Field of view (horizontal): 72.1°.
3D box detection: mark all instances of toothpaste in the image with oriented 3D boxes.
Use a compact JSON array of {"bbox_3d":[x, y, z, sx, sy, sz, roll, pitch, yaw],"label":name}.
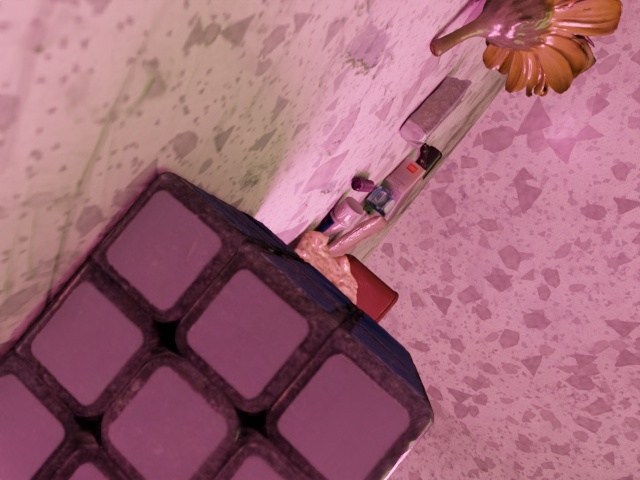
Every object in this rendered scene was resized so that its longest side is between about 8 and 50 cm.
[{"bbox_3d":[0.000,0.000,1.087,0.266,0.061,0.096,-47,175,30],"label":"toothpaste"}]

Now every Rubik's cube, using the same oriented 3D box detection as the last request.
[{"bbox_3d":[-0.098,0.156,0.476,0.304,0.305,0.301,-51,169,1],"label":"Rubik's cube"}]

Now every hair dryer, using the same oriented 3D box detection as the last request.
[{"bbox_3d":[0.393,-0.315,1.610,0.128,0.070,0.255,-50,166,-1],"label":"hair dryer"}]

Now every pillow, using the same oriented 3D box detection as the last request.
[{"bbox_3d":[0.101,-0.008,1.336,0.229,0.050,0.148,-34,171,14],"label":"pillow"}]

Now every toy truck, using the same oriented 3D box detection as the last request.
[{"bbox_3d":[0.184,-0.107,1.392,0.067,0.081,0.175,-46,170,-8],"label":"toy truck"}]

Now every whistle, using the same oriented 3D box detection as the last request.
[{"bbox_3d":[0.105,-0.134,1.066,0.033,0.033,0.176,-52,171,15],"label":"whistle"}]

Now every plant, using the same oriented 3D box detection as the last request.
[{"bbox_3d":[0.348,-0.409,0.799,0.261,0.296,0.306,-74,149,-52],"label":"plant"}]

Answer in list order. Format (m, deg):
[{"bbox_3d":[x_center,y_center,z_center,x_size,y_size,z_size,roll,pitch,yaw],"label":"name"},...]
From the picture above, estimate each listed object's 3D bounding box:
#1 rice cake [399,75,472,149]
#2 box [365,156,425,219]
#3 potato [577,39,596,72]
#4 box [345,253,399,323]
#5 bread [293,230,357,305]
[{"bbox_3d":[0.269,-0.307,1.046,0.206,0.069,0.063,-50,169,-12],"label":"rice cake"},{"bbox_3d":[0.249,-0.155,1.503,0.135,0.079,0.269,-45,170,-22],"label":"box"},{"bbox_3d":[0.643,-0.554,1.207,0.112,0.255,0.269,-41,167,-47],"label":"potato"},{"bbox_3d":[0.067,0.235,1.597,0.339,0.229,0.239,-48,-171,-8],"label":"box"},{"bbox_3d":[0.004,0.124,0.975,0.183,0.211,0.224,-47,158,-41],"label":"bread"}]
